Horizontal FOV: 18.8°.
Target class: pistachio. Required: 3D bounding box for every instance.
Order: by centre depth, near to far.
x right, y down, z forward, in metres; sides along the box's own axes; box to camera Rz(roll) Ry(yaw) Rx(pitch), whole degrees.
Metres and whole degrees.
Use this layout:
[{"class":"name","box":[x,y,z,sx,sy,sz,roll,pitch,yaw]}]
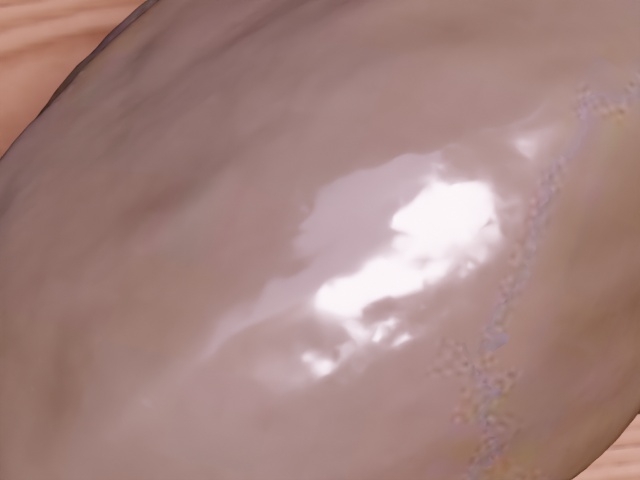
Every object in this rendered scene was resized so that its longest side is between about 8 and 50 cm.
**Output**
[{"class":"pistachio","box":[0.000,0.000,0.580,0.288,0.166,0.197,-28,83,-10]}]
